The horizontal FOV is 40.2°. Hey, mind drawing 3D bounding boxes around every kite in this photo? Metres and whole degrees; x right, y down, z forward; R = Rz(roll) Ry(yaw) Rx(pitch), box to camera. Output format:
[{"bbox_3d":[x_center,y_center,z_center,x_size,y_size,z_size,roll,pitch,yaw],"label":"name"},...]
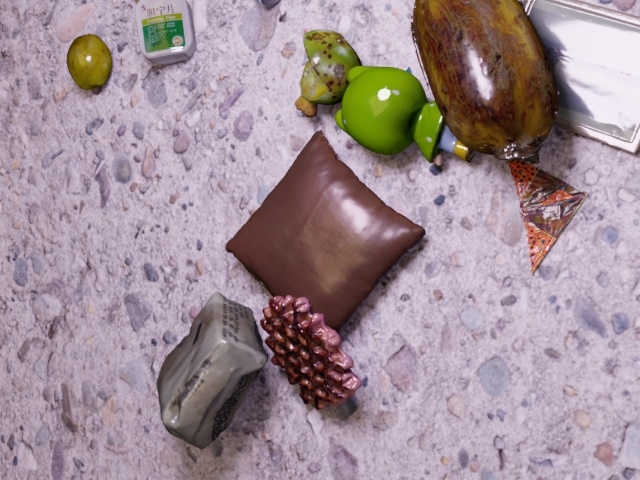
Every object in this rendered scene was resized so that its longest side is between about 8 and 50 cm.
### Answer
[{"bbox_3d":[0.391,-0.063,1.475,0.125,0.008,0.222,-15,77,28],"label":"kite"}]

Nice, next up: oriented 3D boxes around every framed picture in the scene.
[{"bbox_3d":[0.439,-0.291,1.467,0.289,0.016,0.213,27,99,30],"label":"framed picture"}]

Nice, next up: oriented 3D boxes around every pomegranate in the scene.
[{"bbox_3d":[0.018,-0.314,1.664,0.143,0.122,0.169,-116,25,-50],"label":"pomegranate"}]

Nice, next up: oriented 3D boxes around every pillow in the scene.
[{"bbox_3d":[0.000,0.000,1.641,0.308,0.108,0.305,46,106,23],"label":"pillow"}]

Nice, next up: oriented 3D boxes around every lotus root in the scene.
[{"bbox_3d":[0.271,-0.295,1.442,0.196,0.179,0.397,-13,70,-6],"label":"lotus root"}]

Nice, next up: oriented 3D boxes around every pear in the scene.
[{"bbox_3d":[-0.529,-0.411,2.002,0.107,0.107,0.131,-8,88,30],"label":"pear"}]

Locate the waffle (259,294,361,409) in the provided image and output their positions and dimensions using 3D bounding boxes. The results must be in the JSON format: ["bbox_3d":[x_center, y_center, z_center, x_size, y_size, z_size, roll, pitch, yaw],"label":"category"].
[{"bbox_3d":[-0.024,0.201,1.595,0.234,0.055,0.221,56,146,2],"label":"waffle"}]

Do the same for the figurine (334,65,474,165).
[{"bbox_3d":[0.156,-0.221,1.562,0.263,0.143,0.162,23,112,19],"label":"figurine"}]

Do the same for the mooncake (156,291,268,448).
[{"bbox_3d":[-0.210,0.255,1.684,0.250,0.136,0.254,-57,19,12],"label":"mooncake"}]

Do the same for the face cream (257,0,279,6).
[{"bbox_3d":[-0.163,-0.581,1.822,0.075,0.075,0.229,-49,64,17],"label":"face cream"}]

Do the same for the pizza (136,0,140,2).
[{"bbox_3d":[-0.385,-0.597,1.974,0.131,0.041,0.178,-34,69,22],"label":"pizza"}]

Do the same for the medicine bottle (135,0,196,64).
[{"bbox_3d":[-0.339,-0.482,1.900,0.119,0.069,0.183,-9,84,7],"label":"medicine bottle"}]
